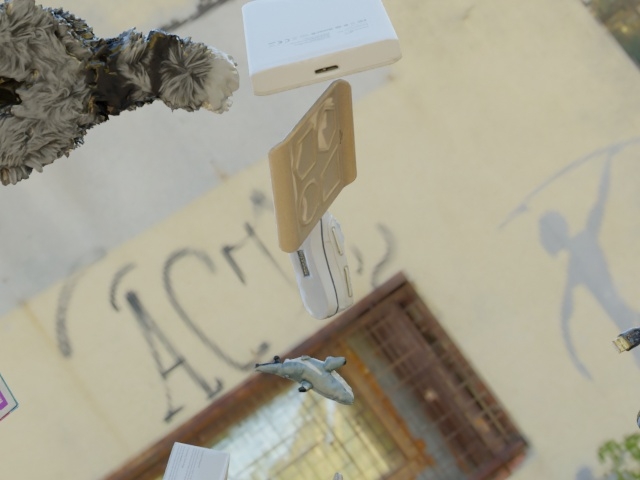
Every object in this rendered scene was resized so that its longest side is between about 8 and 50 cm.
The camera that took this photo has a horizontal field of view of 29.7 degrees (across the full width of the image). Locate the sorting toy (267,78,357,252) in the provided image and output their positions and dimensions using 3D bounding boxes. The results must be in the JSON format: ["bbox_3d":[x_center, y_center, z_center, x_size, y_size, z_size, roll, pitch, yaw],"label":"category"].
[{"bbox_3d":[-0.014,-0.112,1.779,0.208,0.038,0.193,-49,-35,-41],"label":"sorting toy"}]

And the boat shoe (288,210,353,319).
[{"bbox_3d":[0.000,0.000,2.098,0.088,0.268,0.096,-18,4,-39],"label":"boat shoe"}]

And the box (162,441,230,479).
[{"bbox_3d":[-0.186,0.371,1.769,0.102,0.087,0.101,-78,-2,-51],"label":"box"}]

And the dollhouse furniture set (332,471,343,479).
[{"bbox_3d":[0.098,0.435,1.745,0.161,0.212,0.242,-84,10,-57],"label":"dollhouse furniture set"}]

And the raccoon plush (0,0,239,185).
[{"bbox_3d":[-0.362,-0.193,1.452,0.446,0.299,0.216,9,-78,-36],"label":"raccoon plush"}]

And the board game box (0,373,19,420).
[{"bbox_3d":[-0.527,0.186,1.373,0.064,0.242,0.316,-5,27,43],"label":"board game box"}]

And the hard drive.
[{"bbox_3d":[-0.007,-0.299,1.719,0.203,0.040,0.307,-14,28,1],"label":"hard drive"}]

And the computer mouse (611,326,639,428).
[{"bbox_3d":[0.423,0.145,1.438,0.262,0.184,0.060,-29,-53,-43],"label":"computer mouse"}]

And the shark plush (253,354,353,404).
[{"bbox_3d":[-0.022,0.211,1.890,0.073,0.161,0.067,-48,28,34],"label":"shark plush"}]
